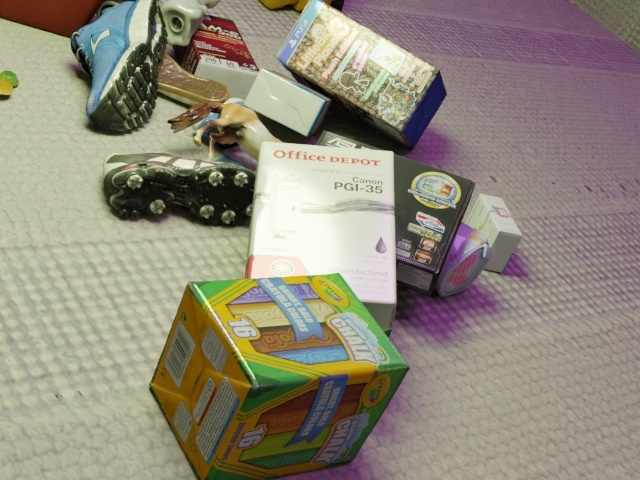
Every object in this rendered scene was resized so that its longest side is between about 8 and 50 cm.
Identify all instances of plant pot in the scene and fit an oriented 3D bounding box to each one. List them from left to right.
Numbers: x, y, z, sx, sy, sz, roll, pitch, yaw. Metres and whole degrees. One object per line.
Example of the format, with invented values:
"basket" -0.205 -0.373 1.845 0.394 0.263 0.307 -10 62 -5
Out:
"plant pot" -0.514 -0.543 1.892 0.267 0.236 0.267 14 32 -20

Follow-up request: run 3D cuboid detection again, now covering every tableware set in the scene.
"tableware set" -0.555 -0.252 1.630 0.104 0.024 0.154 24 29 -9

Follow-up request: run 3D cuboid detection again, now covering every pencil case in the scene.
"pencil case" 0.165 -0.028 1.716 0.273 0.124 0.113 47 -3 28

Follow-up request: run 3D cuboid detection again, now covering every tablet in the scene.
"tablet" -0.145 -0.121 1.742 0.083 0.006 0.054 33 31 10

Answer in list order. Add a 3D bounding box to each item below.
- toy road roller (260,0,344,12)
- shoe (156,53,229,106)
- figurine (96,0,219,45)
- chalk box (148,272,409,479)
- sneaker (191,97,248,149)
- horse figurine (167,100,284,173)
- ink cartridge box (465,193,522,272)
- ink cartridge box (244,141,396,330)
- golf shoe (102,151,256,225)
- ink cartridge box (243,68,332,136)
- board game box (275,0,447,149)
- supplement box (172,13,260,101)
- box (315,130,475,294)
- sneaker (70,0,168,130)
"toy road roller" -0.079 -0.697 2.490 0.240 0.202 0.329 -21 55 -38
"shoe" -0.273 -0.291 1.870 0.219 0.058 0.076 26 59 8
"figurine" -0.303 -0.476 1.992 0.215 0.092 0.209 8 39 15
"chalk box" -0.028 0.162 1.227 0.289 0.180 0.179 -2 40 -36
"sneaker" -0.158 -0.208 1.817 0.084 0.058 0.152 37 29 14
"horse figurine" -0.127 -0.159 1.716 0.263 0.066 0.174 38 45 -11
"ink cartridge box" 0.312 -0.015 1.834 0.052 0.088 0.122 11 33 -18
"ink cartridge box" 0.000 0.000 1.439 0.207 0.117 0.283 4 52 -3
"golf shoe" -0.206 -0.097 1.573 0.273 0.105 0.120 6 29 -31
"ink cartridge box" -0.056 -0.264 1.917 0.134 0.078 0.231 27 9 1
"board game box" 0.088 -0.327 2.008 0.291 0.141 0.232 32 2 11
"supplement box" -0.214 -0.371 2.010 0.130 0.073 0.239 8 34 -27
"box" 0.088 -0.050 1.607 0.270 0.060 0.216 21 50 10
"sneaker" -0.368 -0.307 1.772 0.147 0.130 0.330 -6 43 10
